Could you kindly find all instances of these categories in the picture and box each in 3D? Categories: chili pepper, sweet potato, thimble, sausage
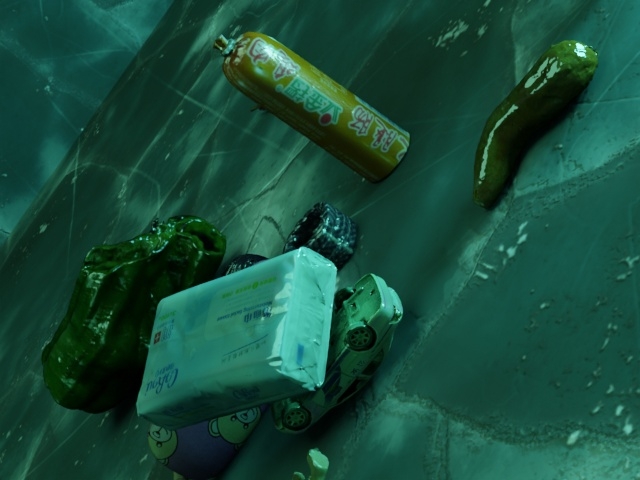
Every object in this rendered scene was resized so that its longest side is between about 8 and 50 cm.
[{"bbox_3d":[-0.306,0.127,2.269,0.167,0.213,0.385,47,110,24],"label":"chili pepper"},{"bbox_3d":[0.246,-0.147,1.680,0.233,0.062,0.081,-54,23,12],"label":"sweet potato"},{"bbox_3d":[-0.001,0.000,1.962,0.104,0.066,0.095,-29,36,48],"label":"thimble"},{"bbox_3d":[-0.019,-0.197,1.949,0.093,0.312,0.093,-43,27,28],"label":"sausage"}]

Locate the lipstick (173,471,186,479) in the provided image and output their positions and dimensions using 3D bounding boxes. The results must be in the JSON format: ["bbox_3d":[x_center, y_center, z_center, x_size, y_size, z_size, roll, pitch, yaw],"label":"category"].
[{"bbox_3d":[-0.196,0.340,1.944,0.019,0.019,0.094,-48,23,18],"label":"lipstick"}]

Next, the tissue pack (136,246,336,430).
[{"bbox_3d":[-0.107,0.123,1.716,0.263,0.089,0.177,-21,50,40],"label":"tissue pack"}]

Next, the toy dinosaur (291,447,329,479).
[{"bbox_3d":[-0.014,0.346,1.533,0.199,0.072,0.251,-57,32,24],"label":"toy dinosaur"}]

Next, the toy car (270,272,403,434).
[{"bbox_3d":[0.021,0.146,1.699,0.224,0.076,0.090,-53,26,20],"label":"toy car"}]

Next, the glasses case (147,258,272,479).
[{"bbox_3d":[-0.113,0.174,1.868,0.316,0.123,0.076,-57,16,-5],"label":"glasses case"}]

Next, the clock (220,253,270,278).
[{"bbox_3d":[-0.134,0.115,2.030,0.195,0.100,0.194,-61,21,-16],"label":"clock"}]

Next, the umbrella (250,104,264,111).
[{"bbox_3d":[-0.078,-0.259,2.537,0.165,0.025,0.027,-17,24,53],"label":"umbrella"}]
